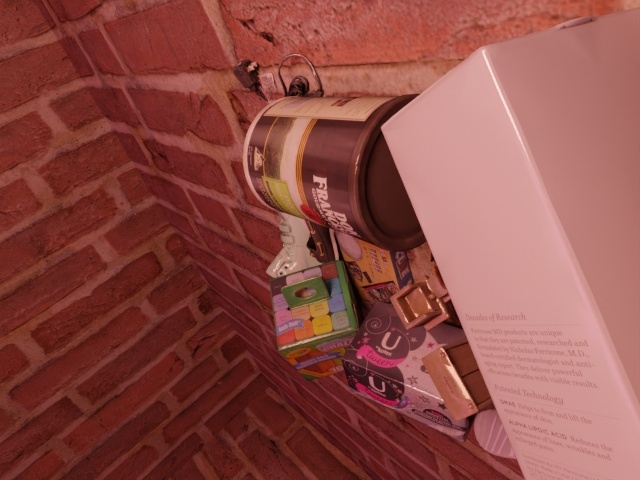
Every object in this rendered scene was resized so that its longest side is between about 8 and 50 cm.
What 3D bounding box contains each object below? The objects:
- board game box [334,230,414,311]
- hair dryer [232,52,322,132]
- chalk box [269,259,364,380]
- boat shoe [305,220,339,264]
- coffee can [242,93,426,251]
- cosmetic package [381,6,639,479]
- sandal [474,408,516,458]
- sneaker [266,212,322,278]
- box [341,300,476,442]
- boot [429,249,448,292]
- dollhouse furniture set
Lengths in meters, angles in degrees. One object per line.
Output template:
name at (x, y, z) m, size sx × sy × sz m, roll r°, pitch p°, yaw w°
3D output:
board game box at (0.127, 0.080, 0.998) m, size 0.165 × 0.042 × 0.243 m, roll 25°, pitch 144°, yaw 46°
hair dryer at (-0.069, -0.207, 0.900) m, size 0.223 × 0.080 × 0.293 m, roll 23°, pitch 144°, yaw 46°
chalk box at (-0.001, 0.175, 1.048) m, size 0.289 × 0.180 × 0.179 m, roll 63°, pitch -168°, yaw -55°
boat shoe at (0.000, 0.000, 1.048) m, size 0.081 × 0.068 × 0.228 m, roll -110°, pitch 7°, yaw -49°
coffee can at (0.037, -0.114, 0.694) m, size 0.275 × 0.201 × 0.201 m, roll 21°, pitch 142°, yaw 50°
cosmetic package at (0.238, 0.019, 0.407) m, size 0.385 × 0.217 × 0.156 m, roll 69°, pitch 156°, yaw 3°
sandal at (0.372, 0.308, 0.745) m, size 0.265 × 0.076 × 0.102 m, roll -21°, pitch 70°, yaw 55°
sneaker at (-0.086, 0.009, 1.128) m, size 0.256 × 0.151 × 0.094 m, roll 58°, pitch 168°, yaw -12°
box at (0.190, 0.251, 0.911) m, size 0.247 × 0.163 × 0.142 m, roll 16°, pitch 140°, yaw 30°
boot at (0.187, -0.040, 0.591) m, size 0.073 × 0.152 × 0.197 m, roll 8°, pitch 131°, yaw 57°
dollhouse furniture set at (0.331, 0.110, 0.666) m, size 0.355 × 0.174 × 0.303 m, roll -45°, pitch 61°, yaw 35°
